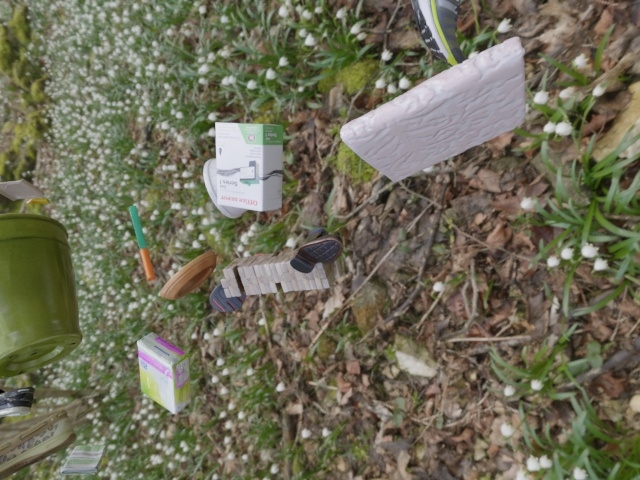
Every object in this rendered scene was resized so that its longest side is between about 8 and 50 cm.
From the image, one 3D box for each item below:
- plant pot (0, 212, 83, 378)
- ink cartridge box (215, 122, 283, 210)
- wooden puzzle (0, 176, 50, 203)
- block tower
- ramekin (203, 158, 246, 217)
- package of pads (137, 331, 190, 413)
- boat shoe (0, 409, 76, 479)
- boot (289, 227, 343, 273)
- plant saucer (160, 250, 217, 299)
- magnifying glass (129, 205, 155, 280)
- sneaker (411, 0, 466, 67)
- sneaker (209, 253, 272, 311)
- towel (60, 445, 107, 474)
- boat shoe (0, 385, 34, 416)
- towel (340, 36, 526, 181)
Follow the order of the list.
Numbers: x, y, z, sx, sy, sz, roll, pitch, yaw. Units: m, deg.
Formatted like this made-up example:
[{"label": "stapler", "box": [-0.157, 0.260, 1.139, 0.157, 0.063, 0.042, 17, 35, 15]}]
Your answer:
[{"label": "plant pot", "box": [-0.848, 0.172, 1.169, 0.353, 0.366, 0.366, 58, 157, 16]}, {"label": "ink cartridge box", "box": [-0.187, -0.194, 1.104, 0.160, 0.092, 0.220, 10, 106, 28]}, {"label": "wooden puzzle", "box": [-0.640, -0.108, 0.889, 0.116, 0.078, 0.014, 93, 170, -67]}, {"label": "block tower", "box": [-0.116, 0.089, 1.175, 0.335, 0.097, 0.091, -9, 109, 20]}, {"label": "ramekin", "box": [-0.362, -0.238, 1.769, 0.273, 0.127, 0.273, 57, -159, -36]}, {"label": "package of pads", "box": [-0.658, 0.566, 1.776, 0.229, 0.101, 0.297, 22, 121, 24]}, {"label": "boat shoe", "box": [-0.754, 0.513, 1.003, 0.104, 0.285, 0.089, -47, 66, 44]}, {"label": "boot", "box": [0.000, 0.000, 0.993, 0.082, 0.106, 0.219, 33, 151, -16]}, {"label": "plant saucer", "box": [-0.386, 0.112, 1.256, 0.037, 0.200, 0.200, 48, 155, 5]}, {"label": "magnifying glass", "box": [-0.512, 0.005, 1.202, 0.092, 0.026, 0.231, 123, 130, -62]}, {"label": "sneaker", "box": [0.252, -0.495, 0.852, 0.300, 0.121, 0.111, 55, -166, -34]}, {"label": "sneaker", "box": [-0.277, 0.159, 1.571, 0.116, 0.314, 0.136, 51, -166, 0]}, {"label": "towel", "box": [-0.826, 0.765, 1.470, 0.152, 0.113, 0.023, -159, 78, -74]}, {"label": "boat shoe", "box": [-0.949, 0.475, 1.219, 0.084, 0.233, 0.079, 74, -172, -63]}, {"label": "towel", "box": [0.245, -0.240, 0.858, 0.317, 0.331, 0.053, 14, -124, -62]}]
